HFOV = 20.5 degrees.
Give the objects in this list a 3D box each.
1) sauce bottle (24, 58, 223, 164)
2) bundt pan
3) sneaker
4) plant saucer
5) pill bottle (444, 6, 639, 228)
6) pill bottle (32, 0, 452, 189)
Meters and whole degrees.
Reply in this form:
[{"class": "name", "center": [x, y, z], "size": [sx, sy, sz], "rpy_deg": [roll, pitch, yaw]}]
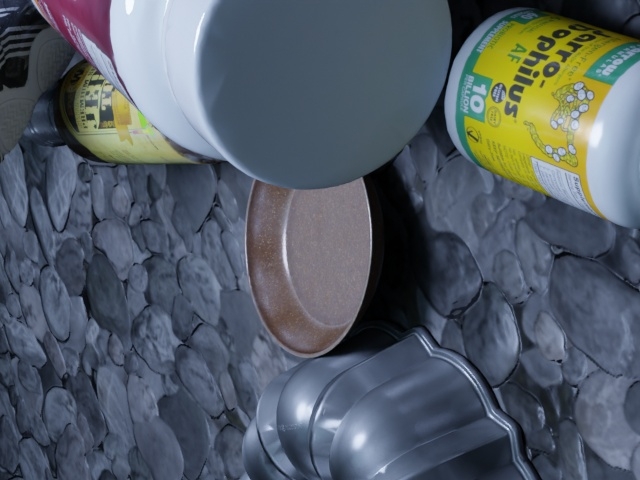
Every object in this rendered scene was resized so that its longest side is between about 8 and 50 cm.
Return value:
[{"class": "sauce bottle", "center": [-0.181, -0.123, 1.665], "size": [0.344, 0.111, 0.111], "rpy_deg": [0, 104, 54]}, {"class": "bundt pan", "center": [0.043, 0.238, 1.492], "size": [0.331, 0.124, 0.331], "rpy_deg": [26, 123, 48]}, {"class": "sneaker", "center": [-0.360, -0.183, 1.651], "size": [0.210, 0.366, 0.137], "rpy_deg": [12, 140, 25]}, {"class": "plant saucer", "center": [0.000, 0.000, 1.499], "size": [0.198, 0.036, 0.198], "rpy_deg": [-3, 86, 57]}, {"class": "pill bottle", "center": [0.188, -0.075, 1.156], "size": [0.208, 0.117, 0.117], "rpy_deg": [28, 125, 47]}, {"class": "pill bottle", "center": [-0.074, -0.190, 1.317], "size": [0.392, 0.224, 0.224], "rpy_deg": [-138, 44, -57]}]
